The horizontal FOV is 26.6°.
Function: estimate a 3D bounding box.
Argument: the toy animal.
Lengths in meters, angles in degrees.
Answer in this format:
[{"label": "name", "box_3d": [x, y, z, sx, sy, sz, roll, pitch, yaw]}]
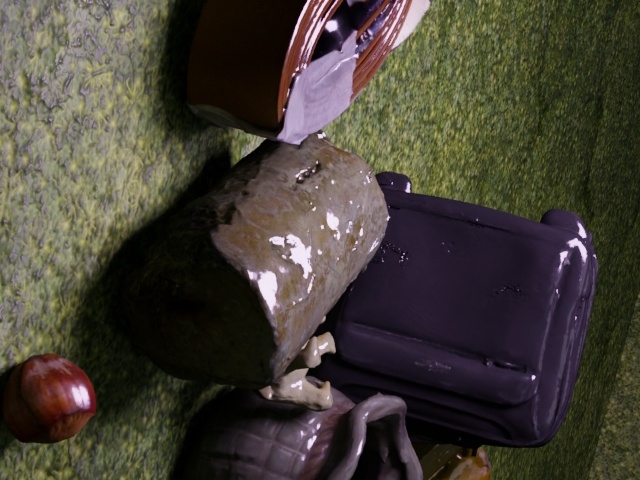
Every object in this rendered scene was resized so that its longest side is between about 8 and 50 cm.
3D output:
[{"label": "toy animal", "box_3d": [-0.040, 0.122, 1.543, 0.218, 0.101, 0.103, -86, 166, -64]}]

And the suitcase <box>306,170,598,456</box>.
[{"label": "suitcase", "box_3d": [0.175, 0.104, 1.783, 0.188, 0.345, 0.339, 26, 78, -76]}]

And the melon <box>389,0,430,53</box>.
[{"label": "melon", "box_3d": [0.081, -0.293, 1.776, 0.182, 0.054, 0.098, -64, 146, -31]}]

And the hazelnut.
[{"label": "hazelnut", "box_3d": [-0.245, 0.142, 1.223, 0.086, 0.086, 0.086, -37, 132, -56]}]

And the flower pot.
[{"label": "flower pot", "box_3d": [-0.020, 0.308, 1.600, 0.302, 0.213, 0.301, -30, 125, -58]}]

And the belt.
[{"label": "belt", "box_3d": [-0.015, -0.244, 1.456, 0.338, 0.122, 0.217, -53, 153, -36]}]

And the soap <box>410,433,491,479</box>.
[{"label": "soap", "box_3d": [0.102, 0.390, 1.885, 0.315, 0.091, 0.199, -40, 126, -20]}]

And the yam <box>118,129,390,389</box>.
[{"label": "yam", "box_3d": [-0.067, 0.024, 1.423, 0.300, 0.195, 0.195, -47, 140, -51]}]
